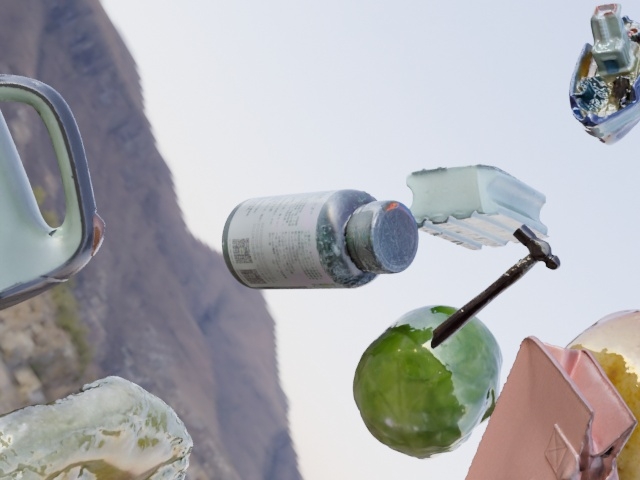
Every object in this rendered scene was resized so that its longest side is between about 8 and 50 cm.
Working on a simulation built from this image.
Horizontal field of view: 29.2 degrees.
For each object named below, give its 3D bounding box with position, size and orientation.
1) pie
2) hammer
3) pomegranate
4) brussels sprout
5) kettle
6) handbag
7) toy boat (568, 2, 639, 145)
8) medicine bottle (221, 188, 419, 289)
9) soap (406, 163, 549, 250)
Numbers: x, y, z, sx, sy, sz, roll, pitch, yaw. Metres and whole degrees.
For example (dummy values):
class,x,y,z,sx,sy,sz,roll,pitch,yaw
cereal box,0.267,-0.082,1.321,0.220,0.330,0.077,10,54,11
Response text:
class,x,y,z,sx,sy,sz,roll,pitch,yaw
pie,-0.234,0.239,0.932,0.075,0.337,0.337,40,-16,21
hammer,0.189,0.058,1.394,0.065,0.178,0.021,50,2,11
pomegranate,0.297,0.160,1.103,0.207,0.207,0.207,55,-11,15
brussels sprout,0.158,0.205,1.778,0.244,0.244,0.244,55,-11,15
kettle,-0.334,-0.058,1.152,0.165,0.240,0.255,-33,100,-80
handbag,0.174,0.199,0.989,0.059,0.212,0.157,15,17,-15
toy boat,0.409,-0.244,1.736,0.114,0.262,0.115,-6,-40,32
medicine bottle,0.000,0.000,1.751,0.293,0.141,0.141,-3,-57,46
soap,0.250,-0.055,1.945,0.261,0.150,0.094,19,64,-60
